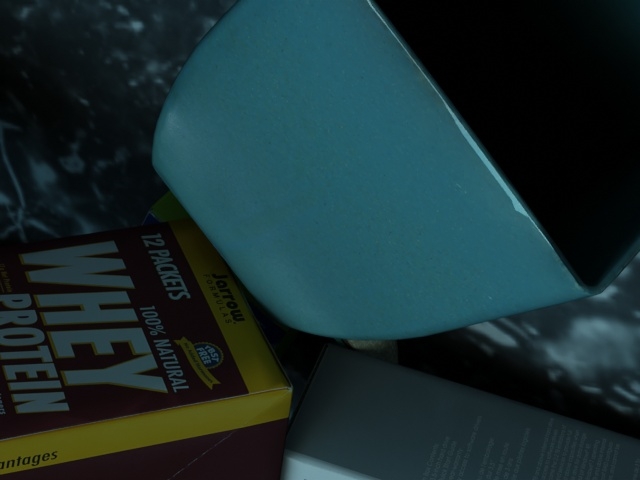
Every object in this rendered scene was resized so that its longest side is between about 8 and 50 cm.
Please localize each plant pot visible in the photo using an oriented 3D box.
[{"bbox_3d":[0.039,-0.057,0.655,0.166,0.165,0.234,52,146,-6],"label":"plant pot"}]

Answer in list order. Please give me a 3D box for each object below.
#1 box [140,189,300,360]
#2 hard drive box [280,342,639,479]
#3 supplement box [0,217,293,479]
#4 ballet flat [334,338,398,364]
[{"bbox_3d":[-0.072,0.045,0.895,0.109,0.042,0.178,40,137,6],"label":"box"},{"bbox_3d":[0.088,0.176,0.795,0.232,0.089,0.181,16,131,10],"label":"hard drive box"},{"bbox_3d":[-0.133,0.113,0.744,0.129,0.191,0.194,-121,30,-44],"label":"supplement box"},{"bbox_3d":[0.000,0.000,0.800,0.052,0.057,0.168,-38,97,13],"label":"ballet flat"}]
